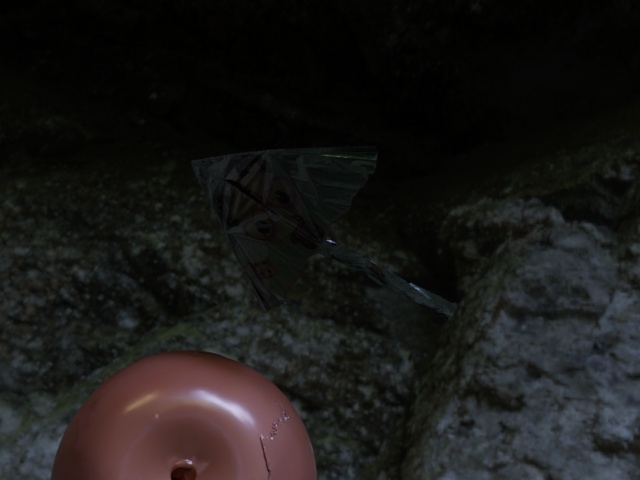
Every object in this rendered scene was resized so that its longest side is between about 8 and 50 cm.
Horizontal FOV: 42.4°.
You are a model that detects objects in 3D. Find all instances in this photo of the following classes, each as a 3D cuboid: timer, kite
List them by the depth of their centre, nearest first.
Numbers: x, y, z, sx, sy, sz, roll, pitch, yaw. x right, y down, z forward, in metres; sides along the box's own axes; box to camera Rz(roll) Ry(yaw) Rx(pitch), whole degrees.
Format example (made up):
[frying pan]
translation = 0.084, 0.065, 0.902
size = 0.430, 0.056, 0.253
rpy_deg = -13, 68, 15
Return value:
[kite]
translation = -0.001, 0.001, 0.679
size = 0.250, 0.012, 0.229
rpy_deg = 31, -44, 0
[timer]
translation = -0.117, 0.212, 0.722
size = 0.229, 0.230, 0.215
rpy_deg = 23, -20, 0
